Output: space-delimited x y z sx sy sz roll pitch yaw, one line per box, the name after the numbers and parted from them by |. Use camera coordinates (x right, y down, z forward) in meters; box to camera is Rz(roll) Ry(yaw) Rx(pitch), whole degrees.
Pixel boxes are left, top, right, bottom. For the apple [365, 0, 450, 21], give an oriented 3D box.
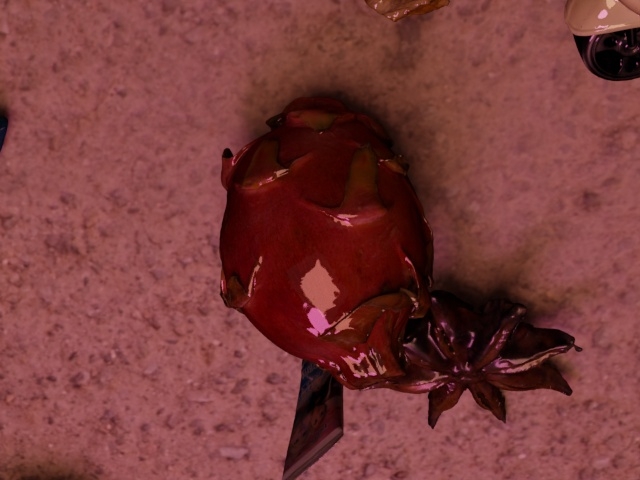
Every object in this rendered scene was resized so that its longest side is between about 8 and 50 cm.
0.102 -0.305 1.533 0.158 0.156 0.147 -13 96 27 | apple

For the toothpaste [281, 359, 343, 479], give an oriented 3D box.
0.002 0.177 1.703 0.061 0.266 0.096 40 113 -12 | toothpaste

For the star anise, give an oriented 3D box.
0.169 0.121 1.754 0.272 0.102 0.272 2 143 2 | star anise

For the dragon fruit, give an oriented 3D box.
0.001 0.004 1.626 0.250 0.250 0.315 -4 97 11 | dragon fruit

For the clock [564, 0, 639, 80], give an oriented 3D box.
0.372 -0.327 1.466 0.379 0.120 0.276 -34 133 20 | clock

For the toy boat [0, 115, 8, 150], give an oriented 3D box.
-0.455 -0.033 1.781 0.062 0.096 0.299 34 118 5 | toy boat
